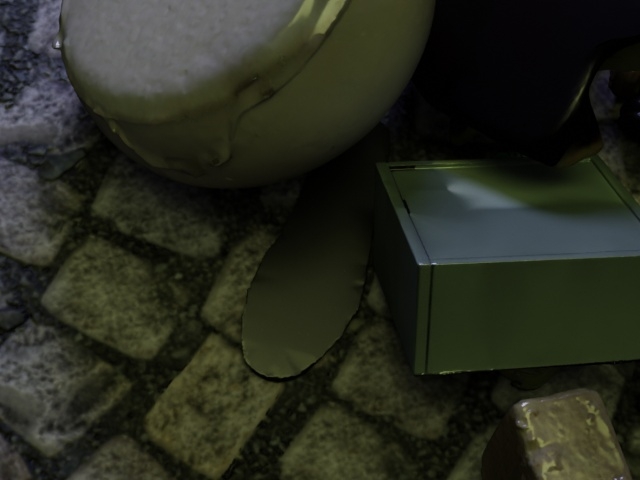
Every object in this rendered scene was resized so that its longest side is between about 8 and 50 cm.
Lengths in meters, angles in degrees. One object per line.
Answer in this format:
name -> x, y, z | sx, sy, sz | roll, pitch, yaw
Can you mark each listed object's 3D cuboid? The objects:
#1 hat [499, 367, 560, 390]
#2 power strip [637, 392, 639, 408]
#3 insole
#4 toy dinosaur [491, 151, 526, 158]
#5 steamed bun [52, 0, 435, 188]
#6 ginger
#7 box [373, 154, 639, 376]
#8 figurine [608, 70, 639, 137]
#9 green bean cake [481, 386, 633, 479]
hat -> 0.201, 0.097, 1.301 | 0.076, 0.059, 0.077 | -42, 79, -16
power strip -> 0.431, 0.142, 1.254 | 0.224, 0.140, 0.139 | 33, 66, 11
insole -> 0.000, 0.000, 1.352 | 0.110, 0.012, 0.310 | 15, 65, 3
toy dinosaur -> 0.217, -0.086, 1.407 | 0.062, 0.021, 0.083 | 44, 68, 1
steamed bun -> -0.053, -0.217, 1.304 | 0.374, 0.241, 0.375 | -14, 62, 28
ginger -> 0.252, -0.253, 1.355 | 0.358, 0.211, 0.413 | -42, 49, 24
box -> 0.177, 0.020, 1.243 | 0.225, 0.118, 0.225 | -2, 26, -6
figurine -> 0.418, -0.252, 1.434 | 0.204, 0.185, 0.333 | 10, 81, -35
green bean cake -> 0.201, 0.207, 1.182 | 0.085, 0.179, 0.109 | -13, 67, -11
